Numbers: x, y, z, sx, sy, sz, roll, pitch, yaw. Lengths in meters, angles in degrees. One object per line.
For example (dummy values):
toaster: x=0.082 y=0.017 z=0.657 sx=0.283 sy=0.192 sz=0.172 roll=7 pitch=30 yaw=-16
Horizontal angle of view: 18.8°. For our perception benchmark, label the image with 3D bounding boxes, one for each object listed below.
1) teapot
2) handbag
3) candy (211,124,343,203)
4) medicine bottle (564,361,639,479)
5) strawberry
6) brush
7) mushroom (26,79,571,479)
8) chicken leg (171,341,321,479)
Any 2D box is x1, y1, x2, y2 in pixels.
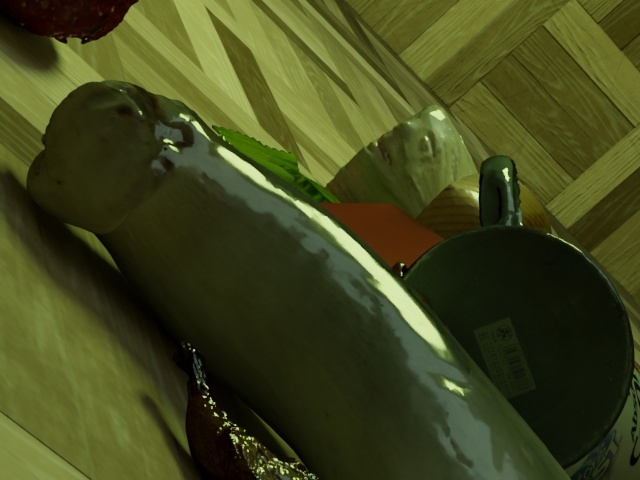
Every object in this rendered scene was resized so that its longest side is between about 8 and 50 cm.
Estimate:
teapot: x=0.126 y=0.063 z=1.277 sx=0.149 sy=0.162 sz=0.239 roll=7 pitch=77 yaw=-79
handbag: x=0.036 y=0.022 z=1.411 sx=0.127 sy=0.062 sz=0.190 roll=0 pitch=18 yaw=-26
candy: x=0.000 y=0.000 z=1.584 sx=0.246 sy=0.069 sz=0.149 roll=55 pitch=9 yaw=28
medicine bottle: x=0.166 y=0.135 z=1.520 sx=0.157 sy=0.157 sz=0.289 roll=53 pitch=11 yaw=25
strawberry: x=-0.193 y=-0.189 z=1.412 sx=0.140 sy=0.085 sz=0.192 roll=6 pitch=0 yaw=-21
brush: x=0.096 y=-0.023 z=1.662 sx=0.166 sy=0.174 sz=0.266 roll=53 pitch=-12 yaw=12
mushroom: x=-0.012 y=0.062 z=1.143 sx=0.397 sy=0.126 sz=0.177 roll=49 pitch=31 yaw=11
chicken leg: x=-0.039 y=0.116 z=1.035 sx=0.145 sy=0.037 sz=0.062 roll=48 pitch=34 yaw=8
